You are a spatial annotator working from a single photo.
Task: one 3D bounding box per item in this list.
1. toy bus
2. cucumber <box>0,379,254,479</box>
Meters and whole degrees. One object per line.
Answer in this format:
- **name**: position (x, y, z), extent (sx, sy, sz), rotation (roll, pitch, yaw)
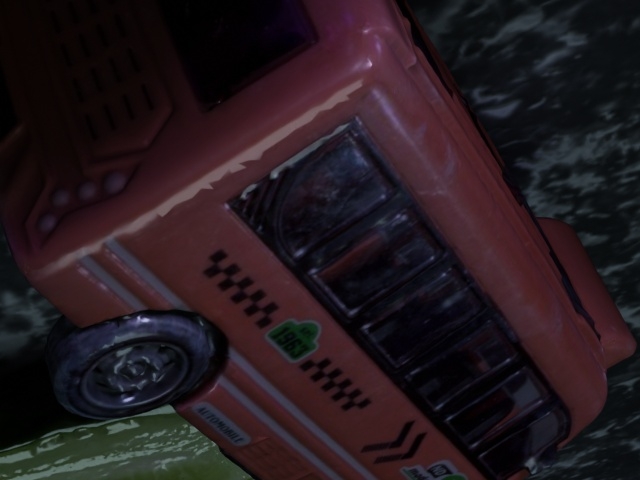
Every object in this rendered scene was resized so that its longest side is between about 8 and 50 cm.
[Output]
- **toy bus**: position (0.000, 0.000, 0.818), extent (0.233, 0.203, 0.427), rotation (-29, 144, 9)
- **cucumber**: position (-0.129, 0.132, 1.054), extent (0.325, 0.105, 0.145), rotation (-12, 131, -11)
